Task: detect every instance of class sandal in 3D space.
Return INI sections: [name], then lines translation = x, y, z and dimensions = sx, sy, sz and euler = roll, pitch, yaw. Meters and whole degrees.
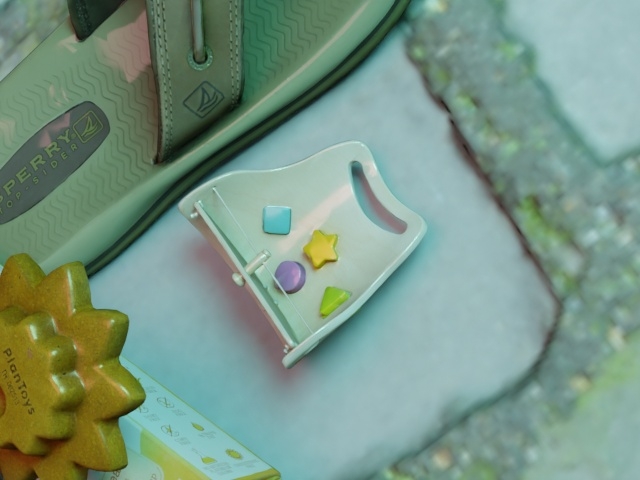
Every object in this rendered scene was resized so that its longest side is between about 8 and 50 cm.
[sandal]
translation = -0.064, -0.089, 0.609
dimensions = 0.303, 0.086, 0.120
euler = -46, 62, 10

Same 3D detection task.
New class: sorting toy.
[sorting toy]
translation = 0.000, 0.000, 0.587
dimensions = 0.075, 0.045, 0.083
euler = -37, 65, 5

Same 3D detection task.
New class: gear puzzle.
[gear puzzle]
translation = -0.120, 0.170, 0.535
dimensions = 0.175, 0.044, 0.338
euler = 21, 105, 31

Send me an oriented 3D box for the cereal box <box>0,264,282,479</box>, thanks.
[cereal box]
translation = -0.146, 0.103, 0.605
dimensions = 0.240, 0.047, 0.173
euler = 32, 107, 27
